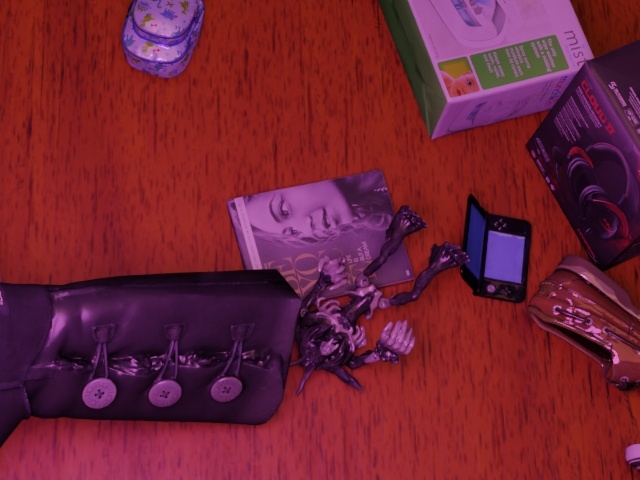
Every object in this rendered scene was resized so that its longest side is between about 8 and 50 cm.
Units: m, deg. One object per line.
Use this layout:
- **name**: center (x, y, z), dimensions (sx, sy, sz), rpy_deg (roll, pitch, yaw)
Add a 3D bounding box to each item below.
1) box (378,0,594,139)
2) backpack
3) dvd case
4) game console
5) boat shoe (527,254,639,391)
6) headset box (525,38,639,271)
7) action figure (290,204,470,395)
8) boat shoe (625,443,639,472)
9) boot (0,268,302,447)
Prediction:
- **box**: center (0.228, -0.303, 1.912), dimensions (0.231, 0.127, 0.261), rpy_deg (-14, 72, -12)
- **backpack**: center (-0.220, -0.290, 1.855), dimensions (0.105, 0.084, 0.114), rpy_deg (16, 71, -1)
- **dvd case**: center (0.000, 0.000, 1.819), dimensions (0.221, 0.018, 0.164), rpy_deg (-12, 73, -13)
- **game console**: center (0.237, 0.011, 1.824), dimensions (0.107, 0.071, 0.122), rpy_deg (11, 69, -5)
- **boat shoe**: center (0.413, 0.153, 1.789), dimensions (0.307, 0.110, 0.104), rpy_deg (37, 72, 16)
- **headset box**: center (0.405, -0.114, 1.778), dimensions (0.110, 0.293, 0.218), rpy_deg (-24, 76, -17)
- **action figure**: center (0.053, 0.081, 1.724), dimensions (0.164, 0.141, 0.275), rpy_deg (44, 78, 0)
- **boat shoe**: center (0.498, 0.318, 1.750), dimensions (0.219, 0.078, 0.070), rpy_deg (16, 67, -5)
- **boot**: center (-0.269, 0.194, 1.617), dimensions (0.445, 0.367, 0.146), rpy_deg (-2, 42, -33)
